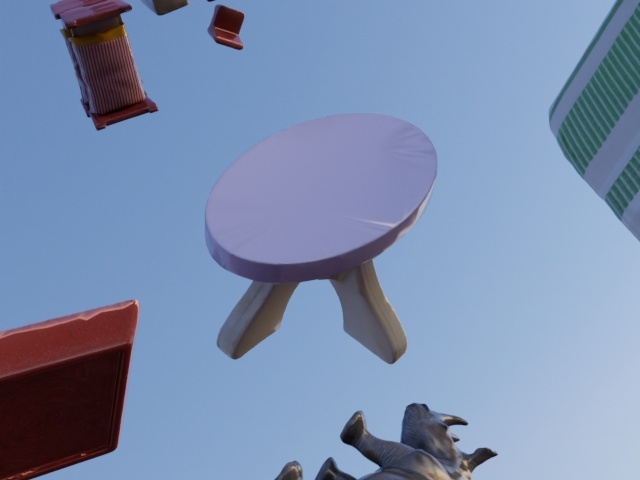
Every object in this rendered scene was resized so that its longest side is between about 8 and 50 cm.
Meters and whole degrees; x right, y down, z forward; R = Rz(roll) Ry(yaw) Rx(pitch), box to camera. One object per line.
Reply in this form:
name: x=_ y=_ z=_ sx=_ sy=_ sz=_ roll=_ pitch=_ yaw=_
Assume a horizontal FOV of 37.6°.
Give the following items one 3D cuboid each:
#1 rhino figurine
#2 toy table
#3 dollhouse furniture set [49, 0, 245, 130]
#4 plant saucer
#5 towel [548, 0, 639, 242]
rhino figurine: x=0.050 y=0.174 z=0.647 sx=0.243 sy=0.106 sz=0.073 roll=-23 pitch=-38 yaw=-55
toy table: x=0.000 y=0.000 z=0.966 sx=0.274 sy=0.252 sz=0.161 roll=-23 pitch=-39 yaw=-29
dollhouse furniture set: x=-0.271 y=-0.369 z=1.684 sx=0.374 sy=0.152 sz=0.201 roll=-23 pitch=-56 yaw=-16
plant saucer: x=-0.341 y=0.207 z=1.145 sx=0.258 sy=0.048 sz=0.259 roll=-13 pitch=-46 yaw=-34
towel: x=0.336 y=-0.134 z=0.872 sx=0.038 sy=0.325 sz=0.248 roll=19 pitch=-65 yaw=-24
